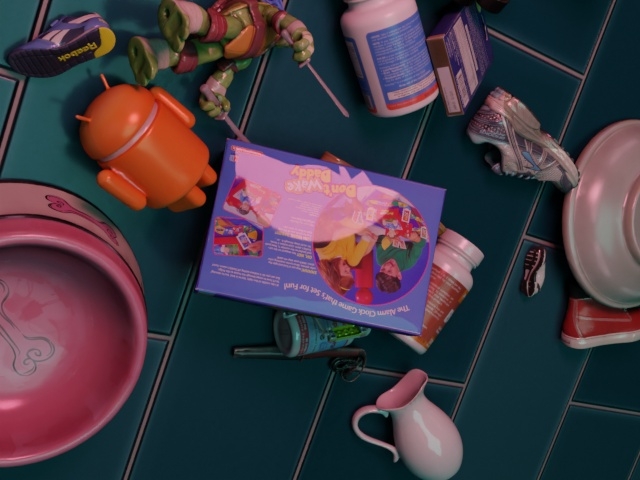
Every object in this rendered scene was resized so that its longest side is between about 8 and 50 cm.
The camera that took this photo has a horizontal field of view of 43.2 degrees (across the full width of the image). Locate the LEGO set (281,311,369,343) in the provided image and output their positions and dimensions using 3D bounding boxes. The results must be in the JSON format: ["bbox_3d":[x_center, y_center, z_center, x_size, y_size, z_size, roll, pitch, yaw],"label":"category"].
[{"bbox_3d":[0.073,0.081,1.333,0.287,0.107,0.132,-23,142,-10],"label":"LEGO set"}]

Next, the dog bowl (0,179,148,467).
[{"bbox_3d":[-0.424,0.130,1.120,0.408,0.150,0.407,-10,111,-26],"label":"dog bowl"}]

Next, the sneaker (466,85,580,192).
[{"bbox_3d":[0.375,-0.166,1.521,0.122,0.110,0.283,-45,122,12],"label":"sneaker"}]

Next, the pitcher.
[{"bbox_3d":[0.172,0.379,1.575,0.178,0.125,0.207,-28,109,4],"label":"pitcher"}]

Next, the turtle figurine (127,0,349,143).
[{"bbox_3d":[-0.110,-0.235,1.127,0.266,0.198,0.274,-10,107,-44],"label":"turtle figurine"}]

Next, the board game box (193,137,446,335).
[{"bbox_3d":[0.000,0.000,1.240,0.347,0.078,0.233,13,81,-9],"label":"board game box"}]

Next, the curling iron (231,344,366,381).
[{"bbox_3d":[-0.031,0.211,1.439,0.274,0.035,0.068,11,101,-32],"label":"curling iron"}]

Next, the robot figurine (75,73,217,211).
[{"bbox_3d":[-0.247,-0.133,1.147,0.158,0.128,0.219,-45,124,0],"label":"robot figurine"}]

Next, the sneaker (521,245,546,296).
[{"bbox_3d":[0.443,0.061,1.663,0.044,0.040,0.109,-6,114,-45],"label":"sneaker"}]

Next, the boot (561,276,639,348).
[{"bbox_3d":[0.641,0.131,1.769,0.244,0.088,0.176,-7,108,-24],"label":"boot"}]

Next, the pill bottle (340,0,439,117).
[{"bbox_3d":[0.104,-0.319,1.283,0.124,0.124,0.221,-31,120,-18],"label":"pill bottle"}]

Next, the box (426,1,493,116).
[{"bbox_3d":[0.241,-0.321,1.367,0.225,0.037,0.136,-55,132,-46],"label":"box"}]

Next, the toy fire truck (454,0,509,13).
[{"bbox_3d":[0.231,-0.521,1.297,0.217,0.246,0.158,4,146,-29],"label":"toy fire truck"}]

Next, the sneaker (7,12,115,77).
[{"bbox_3d":[-0.350,-0.265,1.090,0.144,0.059,0.053,-20,148,-6],"label":"sneaker"}]

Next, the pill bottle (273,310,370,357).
[{"bbox_3d":[0.005,0.148,1.407,0.160,0.087,0.087,-8,110,-28],"label":"pill bottle"}]

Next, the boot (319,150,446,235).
[{"bbox_3d":[0.060,-0.005,1.390,0.295,0.104,0.211,26,98,-29],"label":"boot"}]

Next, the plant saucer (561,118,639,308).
[{"bbox_3d":[0.673,-0.050,1.672,0.401,0.100,0.400,-4,98,-31],"label":"plant saucer"}]

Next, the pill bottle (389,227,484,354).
[{"bbox_3d":[0.200,0.090,1.478,0.121,0.121,0.216,39,86,-33],"label":"pill bottle"}]
